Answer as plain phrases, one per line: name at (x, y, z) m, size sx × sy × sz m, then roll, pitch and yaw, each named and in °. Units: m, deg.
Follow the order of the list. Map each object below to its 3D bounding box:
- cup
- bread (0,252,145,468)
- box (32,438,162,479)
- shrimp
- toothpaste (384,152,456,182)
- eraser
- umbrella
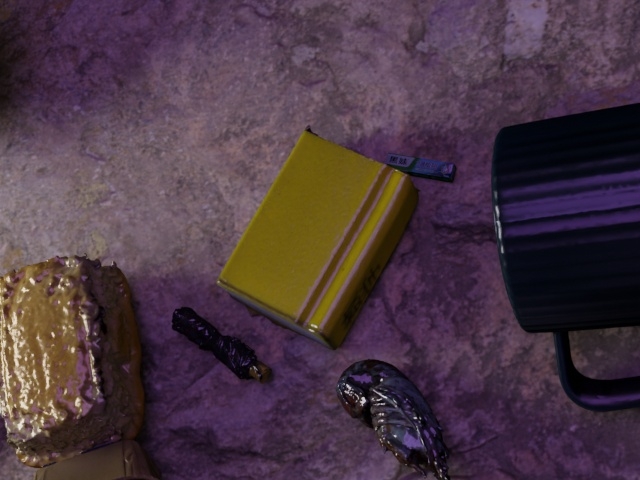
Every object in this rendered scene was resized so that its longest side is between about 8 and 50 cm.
cup at (0.347, -0.004, 1.698) m, size 0.292 × 0.308 × 0.242 m, roll -7°, pitch 37°, yaw 15°
bread at (-0.299, 0.138, 1.876) m, size 0.174 × 0.121 × 0.246 m, roll -18°, pitch 69°, yaw 18°
box at (-0.253, 0.296, 1.816) m, size 0.177 × 0.111 × 0.111 m, roll -20°, pitch 66°, yaw 9°
shrimp at (0.096, 0.209, 1.745) m, size 0.079 × 0.090 × 0.233 m, roll -27°, pitch 49°, yaw -16°
toothpaste at (0.117, -0.085, 1.888) m, size 0.083 × 0.017 × 0.020 m, roll 11°, pitch 75°, yaw 20°
eraser at (0.000, 0.000, 1.864) m, size 0.158 × 0.069 × 0.226 m, roll 26°, pitch 81°, yaw 22°
umbrella at (-0.115, 0.123, 1.871) m, size 0.144 × 0.040 × 0.037 m, roll 32°, pitch 90°, yaw 28°
